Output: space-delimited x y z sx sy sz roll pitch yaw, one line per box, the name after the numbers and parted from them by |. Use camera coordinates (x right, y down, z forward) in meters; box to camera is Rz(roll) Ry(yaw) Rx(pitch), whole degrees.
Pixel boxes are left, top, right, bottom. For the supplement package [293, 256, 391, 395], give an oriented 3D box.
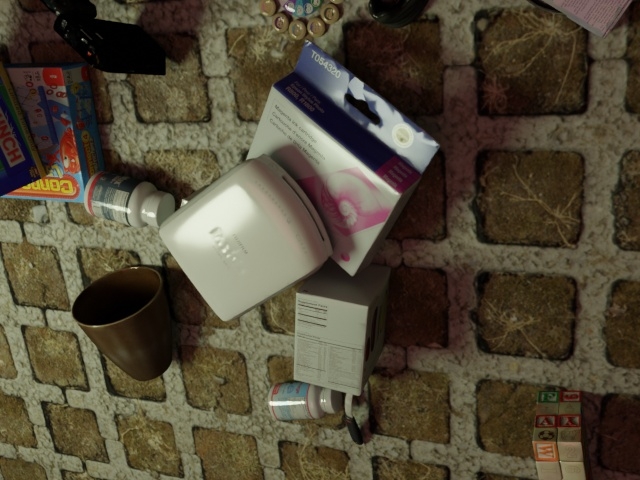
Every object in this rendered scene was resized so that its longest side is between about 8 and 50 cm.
0.047 0.168 1.383 0.149 0.194 0.203 10 115 16 | supplement package

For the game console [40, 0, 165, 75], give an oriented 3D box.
-0.471 -0.451 1.325 0.361 0.213 0.044 44 115 11 | game console

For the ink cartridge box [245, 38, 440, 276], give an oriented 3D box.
0.017 -0.145 1.259 0.324 0.071 0.330 41 136 16 | ink cartridge box

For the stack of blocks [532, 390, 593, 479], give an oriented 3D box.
0.497 0.476 1.352 0.087 0.171 0.297 -6 109 23 | stack of blocks

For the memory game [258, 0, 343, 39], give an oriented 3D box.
-0.039 -0.470 1.253 0.186 0.012 0.186 8 114 18 | memory game

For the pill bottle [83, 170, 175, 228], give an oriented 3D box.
-0.425 -0.087 1.508 0.180 0.108 0.108 15 116 14 | pill bottle

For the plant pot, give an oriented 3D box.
-0.442 0.217 1.604 0.215 0.215 0.231 -1 125 21 | plant pot

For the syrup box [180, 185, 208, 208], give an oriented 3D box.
-0.178 -0.029 1.445 0.236 0.093 0.096 18 117 13 | syrup box

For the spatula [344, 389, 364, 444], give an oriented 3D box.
0.066 0.374 1.509 0.084 0.030 0.297 19 137 31 | spatula

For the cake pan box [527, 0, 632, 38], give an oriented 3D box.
0.413 -0.485 1.043 0.245 0.070 0.267 34 119 8 | cake pan box

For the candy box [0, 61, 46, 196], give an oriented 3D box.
-0.747 -0.197 1.366 0.122 0.317 0.268 -10 109 22 | candy box

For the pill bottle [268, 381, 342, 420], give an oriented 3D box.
-0.035 0.371 1.561 0.160 0.087 0.087 -10 108 24 | pill bottle

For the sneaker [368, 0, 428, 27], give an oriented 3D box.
0.176 -0.474 1.103 0.109 0.130 0.286 35 118 6 | sneaker

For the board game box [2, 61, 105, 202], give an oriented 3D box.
-0.660 -0.249 1.542 0.308 0.086 0.302 4 112 19 | board game box

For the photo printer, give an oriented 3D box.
-0.140 -0.005 1.315 0.307 0.107 0.256 -31 97 32 | photo printer
